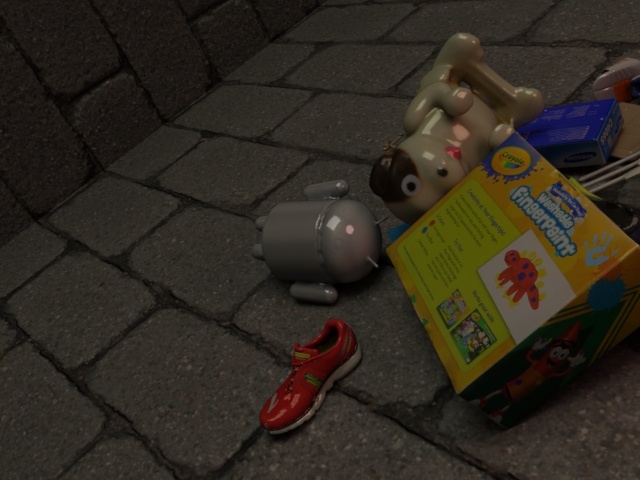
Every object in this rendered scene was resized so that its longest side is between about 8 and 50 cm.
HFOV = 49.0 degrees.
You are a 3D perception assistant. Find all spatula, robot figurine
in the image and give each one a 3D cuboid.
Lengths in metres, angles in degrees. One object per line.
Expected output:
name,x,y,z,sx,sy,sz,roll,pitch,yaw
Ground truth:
spatula,0.647,-0.149,1.517,0.242,0.019,0.168,-30,10,46
robot figurine,0.000,0.000,1.695,0.353,0.199,0.300,1,83,36

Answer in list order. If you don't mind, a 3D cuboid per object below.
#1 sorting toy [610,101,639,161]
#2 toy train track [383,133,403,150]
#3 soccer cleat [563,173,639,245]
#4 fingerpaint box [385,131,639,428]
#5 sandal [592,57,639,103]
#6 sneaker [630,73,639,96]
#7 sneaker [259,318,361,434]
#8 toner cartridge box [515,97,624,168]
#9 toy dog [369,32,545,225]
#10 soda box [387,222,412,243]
sorting toy,0.735,-0.258,1.685,0.193,0.038,0.208,-37,30,-15
toy train track,0.218,-0.300,2.118,0.083,0.014,0.048,-42,36,-21
soccer cleat,0.554,-0.053,1.459,0.093,0.121,0.289,-46,35,-1
fingerpaint box,0.360,0.055,1.311,0.371,0.163,0.445,-44,30,14
sandal,0.805,-0.425,1.811,0.265,0.102,0.076,-22,31,-8
sneaker,0.856,-0.346,1.647,0.130,0.112,0.296,-24,22,-6
sneaker,-0.036,0.267,1.434,0.107,0.118,0.279,14,51,46
toner cartridge box,0.544,-0.250,1.732,0.347,0.075,0.165,-1,44,44
toy dog,0.267,-0.215,1.608,0.395,0.284,0.408,-28,24,48
soda box,0.271,-0.022,1.657,0.210,0.067,0.071,-23,33,6
